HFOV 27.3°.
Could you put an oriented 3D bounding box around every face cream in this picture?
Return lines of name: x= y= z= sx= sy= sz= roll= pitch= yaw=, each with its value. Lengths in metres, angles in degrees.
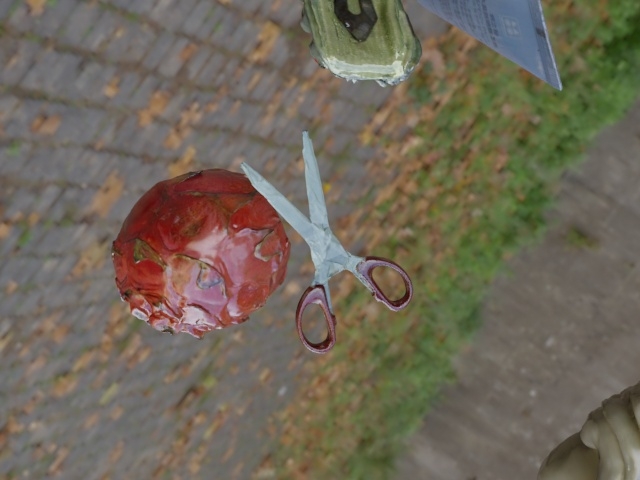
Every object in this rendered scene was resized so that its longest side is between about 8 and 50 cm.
face cream: x=0.183 y=-0.293 z=1.572 sx=0.086 sy=0.385 sz=0.136 roll=-24 pitch=119 yaw=-8

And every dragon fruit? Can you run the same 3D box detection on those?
dragon fruit: x=-0.163 y=0.019 z=1.802 sx=0.252 sy=0.241 sz=0.241 roll=-43 pitch=172 yaw=17

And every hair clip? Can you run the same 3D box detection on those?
hair clip: x=0.026 y=-0.310 z=1.482 sx=0.091 sy=0.138 sz=0.321 roll=126 pitch=-38 yaw=-63

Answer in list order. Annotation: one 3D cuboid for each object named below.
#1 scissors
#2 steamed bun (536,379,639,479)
scissors: x=0.000 y=0.000 z=1.473 sx=0.144 sy=0.248 sz=0.017 roll=-29 pitch=-157 yaw=-5
steamed bun: x=0.259 y=0.147 z=0.822 sx=0.218 sy=0.144 sz=0.211 roll=-22 pitch=158 yaw=-13
